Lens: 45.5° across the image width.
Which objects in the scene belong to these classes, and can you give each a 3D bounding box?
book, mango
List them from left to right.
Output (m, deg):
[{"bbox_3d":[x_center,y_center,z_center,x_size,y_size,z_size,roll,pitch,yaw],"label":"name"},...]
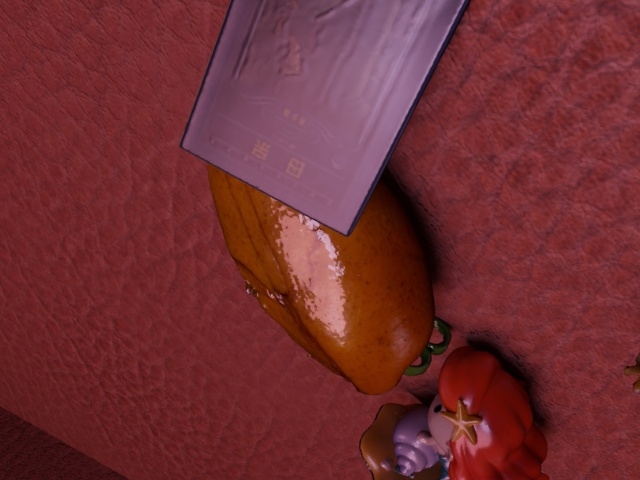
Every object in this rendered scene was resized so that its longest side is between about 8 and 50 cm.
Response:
[{"bbox_3d":[-0.002,-0.156,0.678,0.191,0.025,0.269,29,117,5],"label":"book"},{"bbox_3d":[0.000,0.000,0.850,0.199,0.201,0.350,-27,109,8],"label":"mango"}]

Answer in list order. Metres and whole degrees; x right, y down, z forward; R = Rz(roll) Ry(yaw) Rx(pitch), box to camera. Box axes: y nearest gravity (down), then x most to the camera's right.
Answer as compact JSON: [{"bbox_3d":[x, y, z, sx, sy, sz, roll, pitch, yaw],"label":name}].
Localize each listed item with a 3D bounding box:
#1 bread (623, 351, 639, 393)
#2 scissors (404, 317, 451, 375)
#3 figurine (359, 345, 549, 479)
[{"bbox_3d":[0.431,0.129,0.644,0.185,0.114,0.274,35,159,-20],"label":"bread"},{"bbox_3d":[0.069,0.089,0.984,0.204,0.101,0.027,37,134,22],"label":"scissors"},{"bbox_3d":[0.194,0.261,1.016,0.257,0.181,0.208,-45,60,53],"label":"figurine"}]
